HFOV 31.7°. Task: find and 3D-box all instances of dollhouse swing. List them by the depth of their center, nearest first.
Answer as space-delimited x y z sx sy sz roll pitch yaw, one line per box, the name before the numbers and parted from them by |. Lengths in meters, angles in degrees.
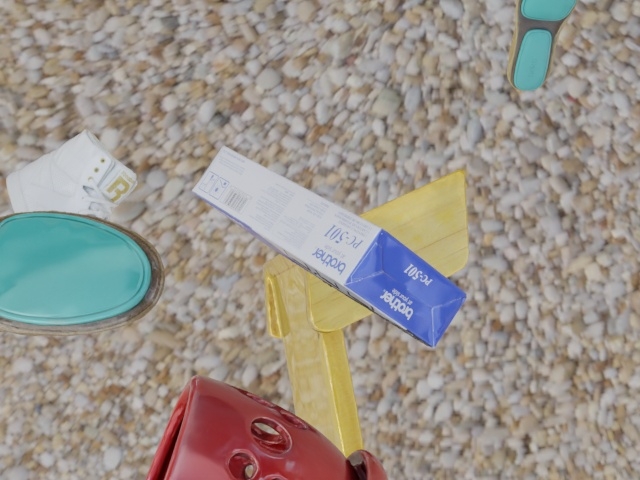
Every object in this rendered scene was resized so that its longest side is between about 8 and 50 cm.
dollhouse swing | 0.084 0.118 1.522 0.315 0.347 0.305 -25 88 -14

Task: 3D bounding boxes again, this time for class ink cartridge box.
ink cartridge box | 0.000 0.000 0.790 0.097 0.207 0.046 36 86 -38

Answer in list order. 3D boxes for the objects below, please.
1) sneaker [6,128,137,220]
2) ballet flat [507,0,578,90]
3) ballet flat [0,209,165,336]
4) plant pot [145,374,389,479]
sneaker | -0.323 -0.035 1.560 0.169 0.108 0.292 -34 55 6
ballet flat | 0.290 -0.304 1.498 0.080 0.073 0.232 7 138 -5
ballet flat | -0.291 0.042 1.018 0.342 0.124 0.116 -2 69 10
plant pot | -0.048 0.213 0.840 0.174 0.191 0.191 19 107 -8
